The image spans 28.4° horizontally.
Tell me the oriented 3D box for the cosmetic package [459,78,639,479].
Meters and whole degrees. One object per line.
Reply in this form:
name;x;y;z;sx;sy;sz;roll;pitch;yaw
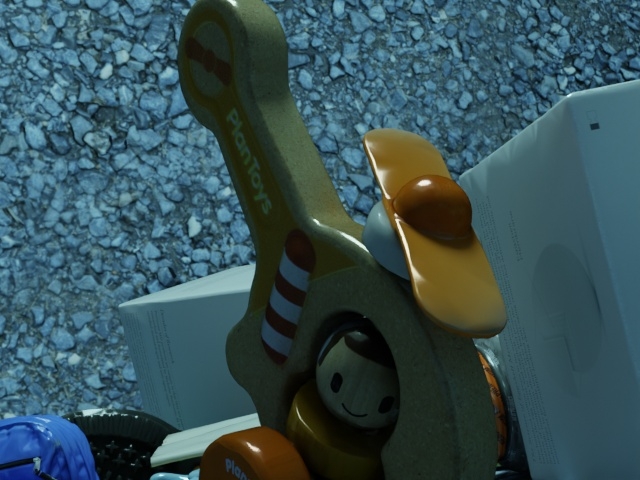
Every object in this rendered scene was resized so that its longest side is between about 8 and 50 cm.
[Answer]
cosmetic package;0.202;0.031;0.789;0.138;0.224;0.224;-12;-6;-12

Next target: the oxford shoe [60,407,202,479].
oxford shoe;-0.139;0.200;1.106;0.227;0.083;0.096;17;-16;-23

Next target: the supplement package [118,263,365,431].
supplement package;-0.027;0.112;1.235;0.293;0.175;0.177;-10;5;45

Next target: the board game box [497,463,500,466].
board game box;0.192;0.161;1.105;0.170;0.048;0.141;-9;-9;-27

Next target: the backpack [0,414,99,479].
backpack;-0.178;0.167;0.766;0.098;0.120;0.101;-12;-7;1

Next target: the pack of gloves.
pack of gloves;-0.019;0.166;0.959;0.232;0.046;0.195;-14;6;6

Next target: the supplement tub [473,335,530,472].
supplement tub;0.192;0.109;0.965;0.190;0.117;0.117;-10;-7;-14

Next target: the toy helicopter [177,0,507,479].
toy helicopter;0.000;0.000;0.712;0.140;0.355;0.235;-8;-25;-34
